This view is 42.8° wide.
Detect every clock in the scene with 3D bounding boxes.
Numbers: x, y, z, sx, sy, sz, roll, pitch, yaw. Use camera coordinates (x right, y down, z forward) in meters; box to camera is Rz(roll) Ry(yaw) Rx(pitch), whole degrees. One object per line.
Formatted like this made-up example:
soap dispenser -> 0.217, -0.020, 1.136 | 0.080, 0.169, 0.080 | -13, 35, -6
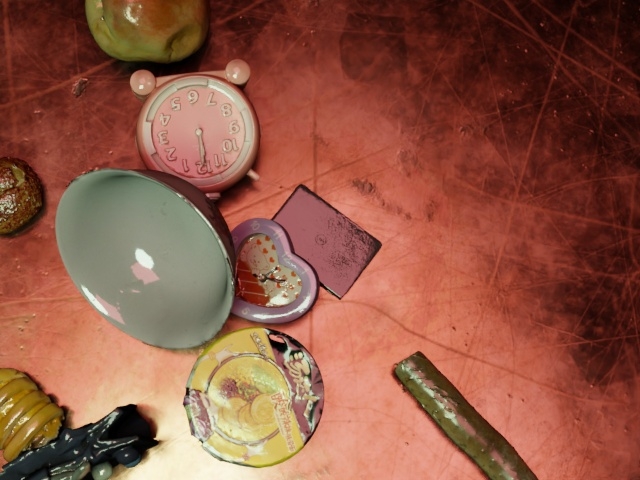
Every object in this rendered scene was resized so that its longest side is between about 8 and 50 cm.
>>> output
clock -> -0.221, -0.188, 1.489 | 0.227, 0.142, 0.241 | -9, 88, -8
clock -> -0.103, 0.067, 1.460 | 0.172, 0.064, 0.198 | -39, 80, 6

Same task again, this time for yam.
yam -> 0.254, 0.322, 1.415 | 0.071, 0.067, 0.317 | -43, 80, 3

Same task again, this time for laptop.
laptop -> 0.000, 0.000, 1.509 | 0.197, 0.016, 0.135 | 38, 78, 5

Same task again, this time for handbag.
handbag -> -0.421, 0.377, 1.273 | 0.325, 0.269, 0.118 | -32, 81, -9

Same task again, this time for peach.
peach -> -0.312, -0.428, 1.512 | 0.235, 0.214, 0.214 | 0, 74, -39

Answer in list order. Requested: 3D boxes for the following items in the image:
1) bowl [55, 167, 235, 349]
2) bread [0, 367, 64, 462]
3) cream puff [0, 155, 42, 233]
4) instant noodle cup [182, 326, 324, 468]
bowl -> -0.266, 0.003, 1.395 | 0.345, 0.346, 0.157 | 32, 37, 5
bread -> -0.523, 0.295, 1.386 | 0.177, 0.084, 0.119 | 39, 78, 11
cream puff -> -0.578, -0.087, 1.472 | 0.148, 0.084, 0.149 | 1, 77, -4
instant noodle cup -> -0.102, 0.260, 1.329 | 0.215, 0.236, 0.216 | 0, 76, -2
